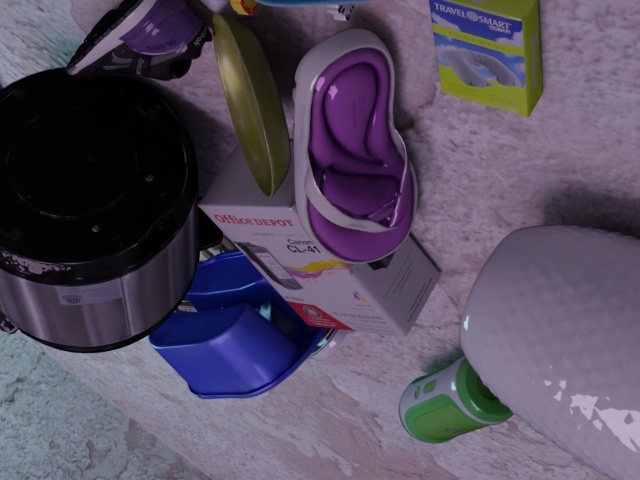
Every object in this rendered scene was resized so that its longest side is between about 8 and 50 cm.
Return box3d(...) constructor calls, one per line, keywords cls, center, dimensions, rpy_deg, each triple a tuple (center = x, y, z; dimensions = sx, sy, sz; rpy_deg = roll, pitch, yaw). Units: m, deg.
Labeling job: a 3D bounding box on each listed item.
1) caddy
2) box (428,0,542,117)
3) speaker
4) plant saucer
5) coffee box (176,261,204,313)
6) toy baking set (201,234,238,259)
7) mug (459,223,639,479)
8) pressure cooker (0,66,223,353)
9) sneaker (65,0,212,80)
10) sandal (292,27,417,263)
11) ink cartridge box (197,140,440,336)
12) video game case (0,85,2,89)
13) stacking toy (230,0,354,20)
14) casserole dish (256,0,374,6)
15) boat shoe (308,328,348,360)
box3d(cls="caddy", center=(-0.130, 0.152, 1.958), dimensions=(0.341, 0.241, 0.179), rpy_deg=(-10, 131, 50))
box3d(cls="box", center=(0.175, -0.211, 1.201), dimensions=(0.109, 0.042, 0.178), rpy_deg=(20, 154, 24))
box3d(cls="speaker", center=(0.234, 0.268, 1.939), dimensions=(0.131, 0.131, 0.296), rpy_deg=(34, 156, -5))
box3d(cls="plant saucer", center=(-0.083, -0.174, 1.446), dimensions=(0.241, 0.037, 0.241), rpy_deg=(163, 90, -80))
box3d(cls="coffee box", center=(-0.170, 0.154, 2.231), dimensions=(0.141, 0.098, 0.246), rpy_deg=(1, 141, 49))
box3d(cls="toy baking set", center=(-0.203, -0.008, 2.054), dimensions=(0.256, 0.030, 0.197), rpy_deg=(23, 157, 20))
box3d(cls="mug", center=(0.365, 0.132, 1.402), dimensions=(0.328, 0.276, 0.374), rpy_deg=(27, -174, 24))
box3d(cls="pressure cooker", center=(-0.377, -0.021, 1.806), dimensions=(0.370, 0.375, 0.420), rpy_deg=(27, 154, 9))
box3d(cls="sneaker", center=(-0.247, -0.250, 1.551), dimensions=(0.124, 0.107, 0.283), rpy_deg=(39, 155, -21))
box3d(cls="sandal", center=(0.050, -0.080, 1.423), dimensions=(0.102, 0.169, 0.416), rpy_deg=(55, 171, 36))
box3d(cls="ink cartridge box", center=(0.000, 0.000, 1.702), dimensions=(0.226, 0.131, 0.306), rpy_deg=(3, 144, 47))
box3d(cls="video game case", center=(-0.605, -0.267, 2.050), dimensions=(0.119, 0.015, 0.166), rpy_deg=(18, 152, 28))
box3d(cls="stacking toy", center=(-0.064, -0.331, 1.243), dimensions=(0.167, 0.052, 0.221), rpy_deg=(13, 149, 36))
box3d(cls="casserole dish", center=(0.001, -0.297, 1.166), dimensions=(0.188, 0.037, 0.114), rpy_deg=(-2, 133, 7))
box3d(cls="boat shoe", center=(-0.019, 0.171, 2.124), dimensions=(0.076, 0.080, 0.228), rpy_deg=(36, 163, -12))
